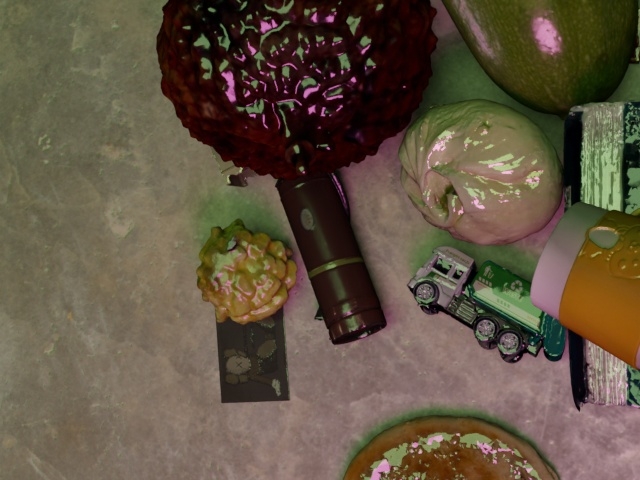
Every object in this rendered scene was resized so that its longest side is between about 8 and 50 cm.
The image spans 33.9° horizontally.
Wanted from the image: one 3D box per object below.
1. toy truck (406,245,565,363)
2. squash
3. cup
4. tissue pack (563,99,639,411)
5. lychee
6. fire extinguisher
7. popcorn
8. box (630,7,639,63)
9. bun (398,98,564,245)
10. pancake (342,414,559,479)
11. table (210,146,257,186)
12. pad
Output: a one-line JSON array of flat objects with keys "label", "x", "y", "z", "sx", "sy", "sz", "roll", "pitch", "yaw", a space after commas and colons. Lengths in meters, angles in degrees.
[{"label": "toy truck", "x": 0.263, "y": 0.105, "z": 1.612, "sx": 0.253, "sy": 0.114, "sz": 0.124, "roll": 32, "pitch": 85, "yaw": 17}, {"label": "squash", "x": 0.333, "y": -0.333, "z": 1.506, "sx": 0.310, "sy": 0.310, "sz": 0.309, "roll": -23, "pitch": 82, "yaw": 17}, {"label": "cup", "x": 0.400, "y": 0.040, "z": 1.272, "sx": 0.226, "sy": 0.185, "sz": 0.241, "roll": 25, "pitch": 64, "yaw": 26}, {"label": "tissue pack", "x": 0.470, "y": 0.024, "z": 1.460, "sx": 0.253, "sy": 0.264, "sz": 0.417, "roll": 0, "pitch": 88, "yaw": 18}, {"label": "lychee", "x": -0.037, "y": -0.282, "z": 1.563, "sx": 0.424, "sy": 0.424, "sz": 0.500, "roll": -9, "pitch": 53, "yaw": 18}, {"label": "fire extinguisher", "x": 0.000, "y": 0.000, "z": 1.710, "sx": 0.141, "sy": 0.105, "sz": 0.341, "roll": -33, "pitch": 70, "yaw": 37}, {"label": "popcorn", "x": -0.126, "y": 0.049, "z": 1.724, "sx": 0.173, "sy": 0.142, "sz": 0.173, "roll": 3, "pitch": 102, "yaw": 16}, {"label": "box", "x": 0.464, "y": -0.312, "z": 1.602, "sx": 0.051, "sy": 0.023, "sz": 0.082, "roll": 5, "pitch": 89, "yaw": 20}, {"label": "bun", "x": 0.226, "y": -0.085, "z": 1.559, "sx": 0.259, "sy": 0.259, "sz": 0.160, "roll": 36, "pitch": 65, "yaw": 17}, {"label": "pancake", "x": 0.201, "y": 0.455, "z": 1.628, "sx": 0.387, "sy": 0.082, "sz": 0.387, "roll": -2, "pitch": 84, "yaw": 14}, {"label": "table", "x": -0.135, "y": -0.141, "z": 1.770, "sx": 0.062, "sy": 0.079, "sz": 0.083, "roll": -26, "pitch": 82, "yaw": 18}, {"label": "pad", "x": -0.118, "y": 0.181, "z": 1.792, "sx": 0.127, "sy": 0.004, "sz": 0.190, "roll": -6, "pitch": 85, "yaw": 18}]
